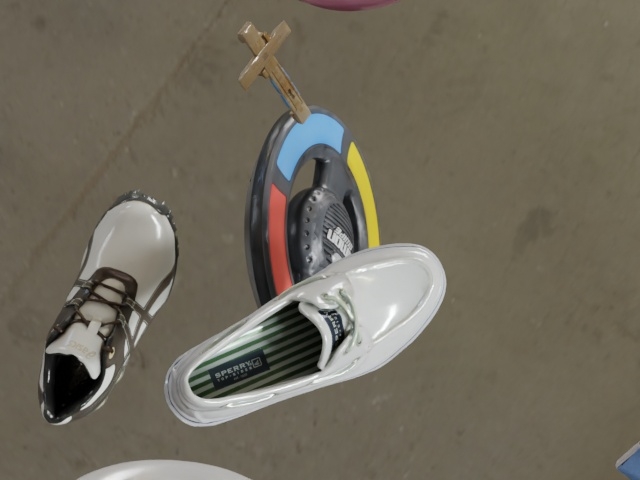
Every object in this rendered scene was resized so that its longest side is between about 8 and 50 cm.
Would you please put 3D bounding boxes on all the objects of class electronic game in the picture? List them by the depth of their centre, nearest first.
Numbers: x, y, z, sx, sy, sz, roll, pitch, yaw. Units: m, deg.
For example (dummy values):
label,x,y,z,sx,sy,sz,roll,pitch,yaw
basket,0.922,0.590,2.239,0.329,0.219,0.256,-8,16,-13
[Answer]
label,x,y,z,sx,sy,sz,roll,pitch,yaw
electronic game,0.000,0.000,1.178,0.048,0.229,0.229,-4,66,25

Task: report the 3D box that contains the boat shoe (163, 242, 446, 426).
label,x,y,z,sx,sy,sz,roll,pitch,yaw
boat shoe,-0.001,0.069,0.984,0.226,0.076,0.083,-30,88,-16

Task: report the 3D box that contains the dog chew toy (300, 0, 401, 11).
label,x,y,z,sx,sy,sz,roll,pitch,yaw
dog chew toy,-0.007,-0.215,0.624,0.207,0.332,0.206,-4,71,13

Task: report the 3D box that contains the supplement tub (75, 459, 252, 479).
label,x,y,z,sx,sy,sz,roll,pitch,yaw
supplement tub,-0.150,0.397,1.286,0.241,0.241,0.331,8,109,-1

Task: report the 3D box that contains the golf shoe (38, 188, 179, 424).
label,x,y,z,sx,sy,sz,roll,pitch,yaw
golf shoe,-0.167,0.059,1.092,0.077,0.094,0.198,20,102,-1

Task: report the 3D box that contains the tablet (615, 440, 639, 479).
label,x,y,z,sx,sy,sz,roll,pitch,yaw
tablet,0.194,0.129,0.708,0.083,0.054,0.006,35,61,6

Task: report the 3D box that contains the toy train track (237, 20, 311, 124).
label,x,y,z,sx,sy,sz,roll,pitch,yaw
toy train track,-0.030,-0.100,0.839,0.014,0.083,0.048,21,67,40
